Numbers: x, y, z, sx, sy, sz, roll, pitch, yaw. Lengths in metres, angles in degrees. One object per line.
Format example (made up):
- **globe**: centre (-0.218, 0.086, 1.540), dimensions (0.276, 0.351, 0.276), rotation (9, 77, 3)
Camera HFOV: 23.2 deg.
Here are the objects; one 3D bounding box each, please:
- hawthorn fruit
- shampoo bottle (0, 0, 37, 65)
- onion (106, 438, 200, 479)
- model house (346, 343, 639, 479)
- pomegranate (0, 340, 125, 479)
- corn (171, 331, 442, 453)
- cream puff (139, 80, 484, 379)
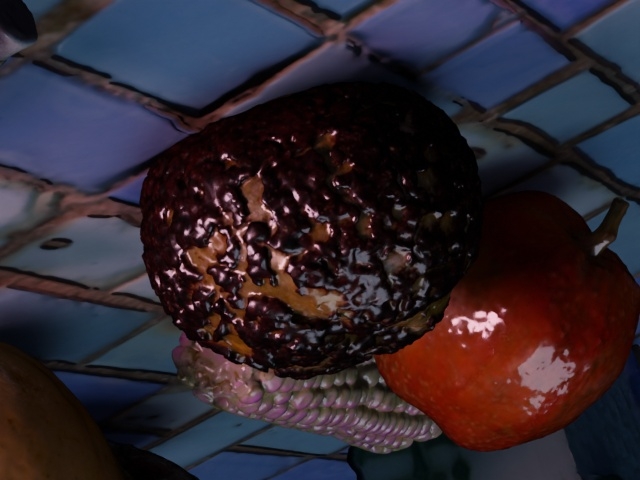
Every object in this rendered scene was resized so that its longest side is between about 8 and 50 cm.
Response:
- **hawthorn fruit**: centre (0.161, 0.050, 1.259), dimensions (0.205, 0.205, 0.253), rotation (-2, 145, -36)
- **shampoo bottle**: centre (-0.279, -0.045, 0.835), dimensions (0.309, 0.071, 0.098), rotation (-28, 155, 20)
- **onion**: centre (-0.261, 0.317, 1.449), dimensions (0.337, 0.260, 0.282), rotation (-43, 159, -40)
- **model house**: centre (0.258, 0.242, 1.735), dimensions (0.329, 0.251, 0.295), rotation (-3, 153, -47)
- **pomegranate**: centre (-0.270, 0.221, 1.165), dimensions (0.307, 0.307, 0.307), rotation (-16, 158, -7)
- **corn**: centre (0.002, 0.115, 1.387), dimensions (0.127, 0.126, 0.335), rotation (-30, 152, 25)
- **cream puff**: centre (0.000, 0.000, 1.041), dimensions (0.239, 0.165, 0.239), rotation (-18, 160, -7)
